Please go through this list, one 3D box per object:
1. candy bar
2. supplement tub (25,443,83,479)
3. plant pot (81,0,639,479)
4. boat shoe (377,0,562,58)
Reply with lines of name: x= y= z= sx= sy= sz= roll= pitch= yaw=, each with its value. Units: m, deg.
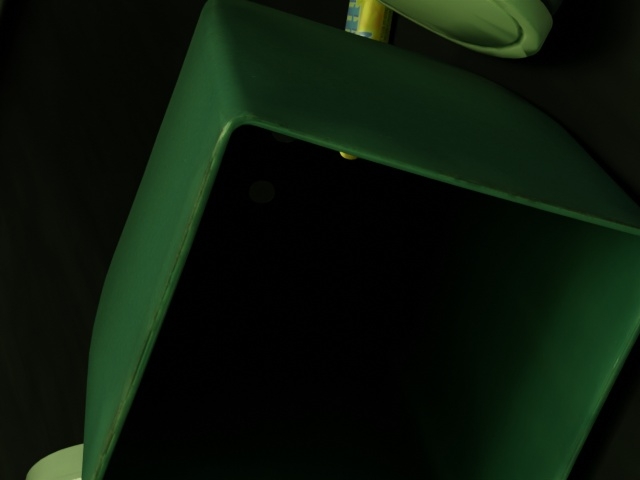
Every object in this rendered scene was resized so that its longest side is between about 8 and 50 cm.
candy bar: x=0.017 y=-0.077 z=0.922 sx=0.040 sy=0.018 sz=0.161 roll=2 pitch=81 yaw=66
supplement tub: x=-0.076 y=0.202 z=0.836 sx=0.144 sy=0.144 sz=0.199 roll=-44 pitch=40 yaw=52
plant pot: x=0.000 y=0.000 z=0.749 sx=0.234 sy=0.166 sz=0.165 roll=-111 pitch=39 yaw=-62
boat shoe: x=0.024 y=-0.166 z=0.831 sx=0.099 sy=0.116 sz=0.319 roll=-54 pitch=29 yaw=2
